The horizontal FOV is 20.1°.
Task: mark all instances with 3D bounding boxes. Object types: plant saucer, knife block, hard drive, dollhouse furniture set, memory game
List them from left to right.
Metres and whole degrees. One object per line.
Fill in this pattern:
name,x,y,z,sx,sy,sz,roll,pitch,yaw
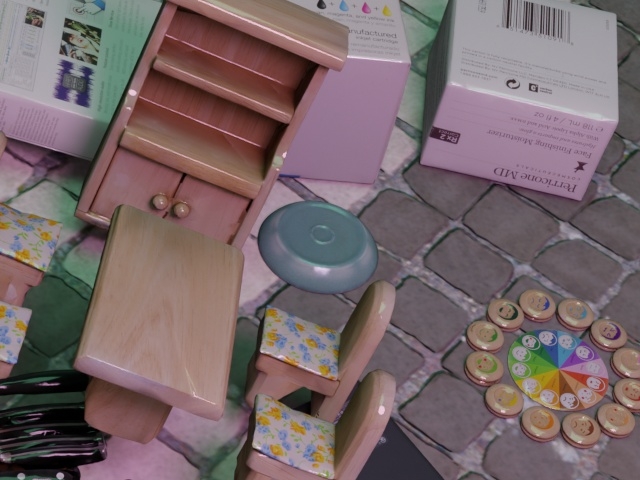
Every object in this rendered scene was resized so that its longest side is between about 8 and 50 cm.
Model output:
knife block,-0.316,0.154,1.460,0.275,0.088,0.242,29,46,12
dollhouse furniture set,-0.107,-0.021,1.493,0.362,0.256,0.394,21,30,-11
plant saucer,0.000,0.000,1.741,0.119,0.021,0.119,8,46,-9
hard drive,0.036,0.189,1.571,0.094,0.022,0.135,-22,56,-32
memory game,0.224,0.118,1.698,0.186,0.012,0.186,8,45,-8

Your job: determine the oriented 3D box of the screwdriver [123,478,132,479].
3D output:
screwdriver,-0.117,0.259,1.459,0.024,0.025,0.170,-21,56,-31

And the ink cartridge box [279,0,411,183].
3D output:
ink cartridge box,-0.019,-0.201,1.823,0.171,0.168,0.233,4,46,-11

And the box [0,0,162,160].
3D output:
box,-0.286,-0.188,1.768,0.322,0.058,0.232,17,38,-14

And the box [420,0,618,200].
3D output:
box,0.207,-0.159,1.882,0.181,0.119,0.182,12,46,-4
